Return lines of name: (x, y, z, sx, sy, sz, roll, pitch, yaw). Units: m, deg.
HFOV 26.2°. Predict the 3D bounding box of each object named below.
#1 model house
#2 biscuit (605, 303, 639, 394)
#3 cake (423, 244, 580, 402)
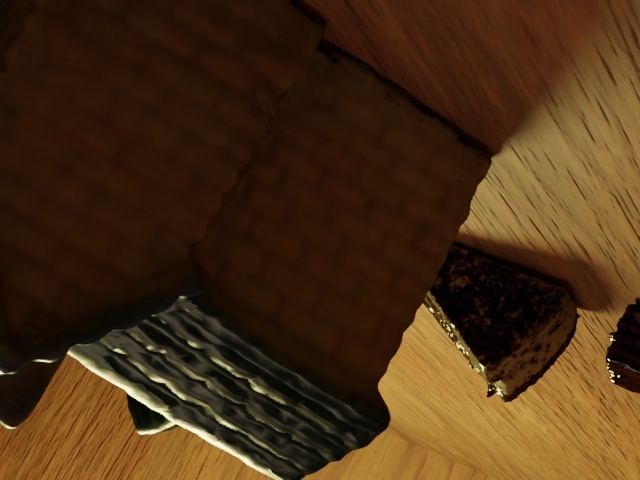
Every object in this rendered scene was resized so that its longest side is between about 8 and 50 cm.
model house: (-0.152, 0.000, 1.203, 0.445, 0.400, 0.395, 31, 164, -21)
biscuit: (0.472, 0.171, 1.356, 0.388, 0.073, 0.107, 23, 168, 21)
cake: (0.178, 0.045, 1.526, 0.246, 0.135, 0.112, 55, 176, 35)
